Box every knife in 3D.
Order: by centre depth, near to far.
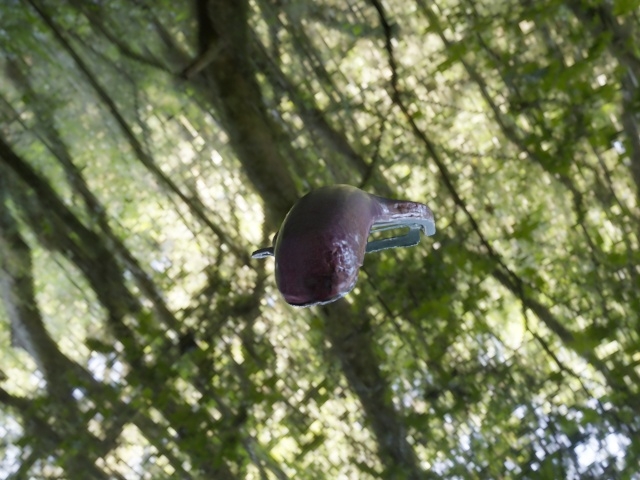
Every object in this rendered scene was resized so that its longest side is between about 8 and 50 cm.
[{"bbox_3d":[-0.001,-0.002,0.604,0.123,0.053,0.278,-15,-179,7],"label":"knife"}]
